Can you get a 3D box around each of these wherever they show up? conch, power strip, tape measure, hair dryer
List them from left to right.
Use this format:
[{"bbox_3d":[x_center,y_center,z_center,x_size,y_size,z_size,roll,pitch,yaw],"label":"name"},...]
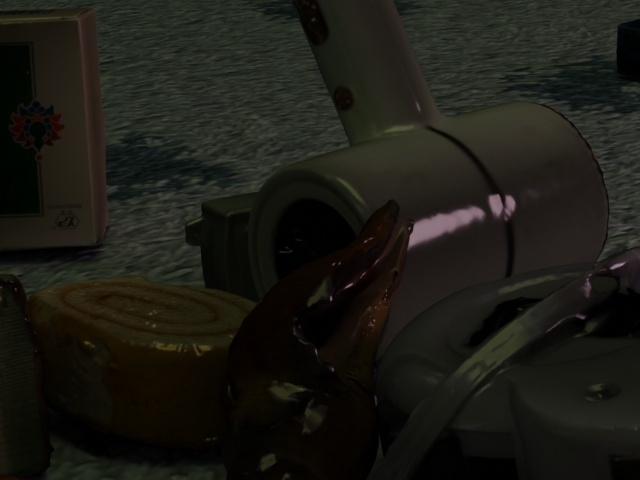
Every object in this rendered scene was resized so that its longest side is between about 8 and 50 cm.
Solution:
[{"bbox_3d":[-0.007,0.064,0.988,0.080,0.086,0.233,-12,48,22],"label":"conch"},{"bbox_3d":[0.000,0.000,1.250,0.175,0.075,0.042,-12,18,-26],"label":"power strip"},{"bbox_3d":[0.023,-0.115,1.186,0.203,0.362,0.128,-19,-6,-39],"label":"hair dryer"},{"bbox_3d":[0.123,0.076,0.927,0.197,0.120,0.236,-3,20,28],"label":"tape measure"}]

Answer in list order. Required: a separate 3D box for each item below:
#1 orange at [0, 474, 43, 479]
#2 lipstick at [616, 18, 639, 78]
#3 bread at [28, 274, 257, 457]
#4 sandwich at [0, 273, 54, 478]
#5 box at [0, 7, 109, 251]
[{"bbox_3d":[-0.109,0.175,0.567,0.224,0.170,0.224,-4,34,2],"label":"orange"},{"bbox_3d":[0.389,-0.147,1.700,0.051,0.051,0.312,-13,21,-34],"label":"lipstick"},{"bbox_3d":[-0.087,0.069,1.066,0.149,0.073,0.122,16,20,41],"label":"bread"},{"bbox_3d":[-0.210,0.055,1.043,0.079,0.113,0.163,-11,19,-24],"label":"sandwich"},{"bbox_3d":[-0.263,-0.077,1.374,0.212,0.168,0.095,-2,13,1],"label":"box"}]
